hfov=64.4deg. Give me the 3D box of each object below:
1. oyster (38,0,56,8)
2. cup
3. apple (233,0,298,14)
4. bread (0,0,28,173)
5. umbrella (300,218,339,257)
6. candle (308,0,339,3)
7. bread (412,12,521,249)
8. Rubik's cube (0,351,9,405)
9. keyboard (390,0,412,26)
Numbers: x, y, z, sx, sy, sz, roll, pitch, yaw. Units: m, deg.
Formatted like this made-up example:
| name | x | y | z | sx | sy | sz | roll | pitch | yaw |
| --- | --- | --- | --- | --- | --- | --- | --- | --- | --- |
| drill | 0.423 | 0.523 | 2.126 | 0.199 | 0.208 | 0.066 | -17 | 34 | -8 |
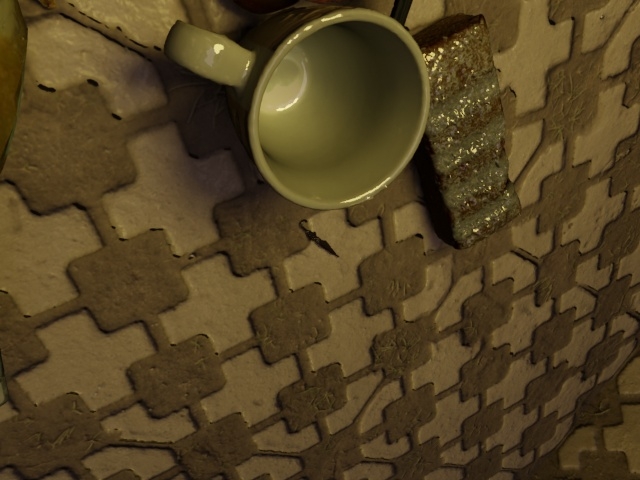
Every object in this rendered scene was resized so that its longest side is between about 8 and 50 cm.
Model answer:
| name | x | y | z | sx | sy | sz | roll | pitch | yaw |
| --- | --- | --- | --- | --- | --- | --- | --- | --- | --- |
| oyster | -0.337 | -0.306 | 0.570 | 0.093 | 0.034 | 0.051 | 23 | 112 | -40 |
| cup | -0.056 | -0.195 | 0.641 | 0.301 | 0.257 | 0.227 | 13 | 108 | -34 |
| apple | -0.068 | -0.345 | 0.645 | 0.114 | 0.102 | 0.099 | -22 | 127 | -14 |
| bread | -0.418 | -0.191 | 0.469 | 0.264 | 0.239 | 0.395 | 20 | 104 | -38 |
| umbrella | -0.002 | 0.002 | 0.938 | 0.122 | 0.013 | 0.022 | 46 | 69 | -37 |
| candle | 0.014 | -0.394 | 0.581 | 0.316 | 0.131 | 0.287 | 17 | 65 | -37 |
| bread | 0.247 | -0.176 | 0.907 | 0.165 | 0.113 | 0.417 | -34 | 127 | -9 |
| Rubik's cube | -0.518 | 0.107 | 0.528 | 0.237 | 0.236 | 0.238 | -36 | 142 | -54 |
| keyboard | 0.084 | -0.215 | 0.780 | 0.381 | 0.041 | 0.103 | 98 | 17 | -49 |
